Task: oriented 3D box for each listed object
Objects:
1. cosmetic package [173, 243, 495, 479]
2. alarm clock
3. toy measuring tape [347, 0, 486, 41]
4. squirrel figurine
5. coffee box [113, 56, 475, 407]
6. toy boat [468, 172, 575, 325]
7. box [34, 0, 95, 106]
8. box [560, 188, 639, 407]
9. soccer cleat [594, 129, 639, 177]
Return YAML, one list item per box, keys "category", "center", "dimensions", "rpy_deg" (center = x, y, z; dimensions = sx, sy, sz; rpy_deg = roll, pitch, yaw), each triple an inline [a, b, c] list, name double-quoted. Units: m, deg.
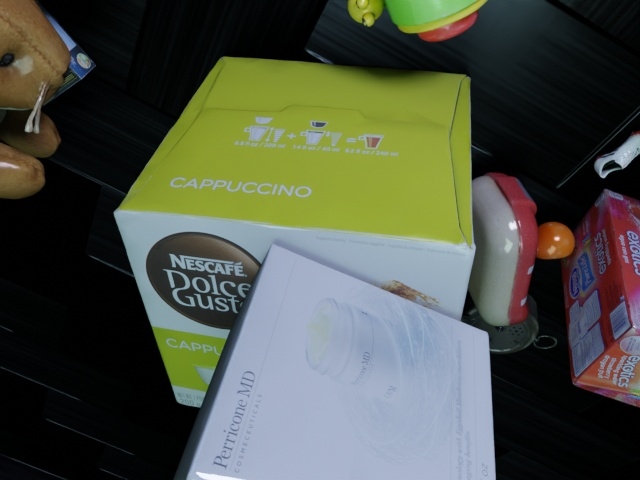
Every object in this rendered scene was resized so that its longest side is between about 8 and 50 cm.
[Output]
- category: "cosmetic package"
  center: [0.014, 0.156, 0.486]
  dimensions: [0.224, 0.224, 0.138]
  rpy_deg: [22, 132, -6]
- category: "alarm clock"
  center: [0.316, 0.144, 0.977]
  dimensions: [0.192, 0.064, 0.129]
  rpy_deg: [23, 134, -10]
- category: "toy measuring tape"
  center: [0.177, -0.283, 0.581]
  dimensions: [0.329, 0.121, 0.121]
  rpy_deg: [-11, 128, 24]
- category: "squirrel figurine"
  center: [-0.499, -0.190, 0.673]
  dimensions: [0.396, 0.281, 0.370]
  rpy_deg: [32, 128, -23]
- category: "coffee box"
  center: [0.000, 0.000, 0.733]
  dimensions: [0.337, 0.338, 0.335]
  rpy_deg: [6, 132, 8]
- category: "toy boat"
  center: [0.283, 0.013, 0.818]
  dimensions: [0.151, 0.151, 0.231]
  rpy_deg: [-9, 132, -2]
- category: "box"
  center: [-0.459, -0.255, 0.827]
  dimensions: [0.233, 0.044, 0.159]
  rpy_deg: [-20, 125, 30]
- category: "box"
  center: [0.402, 0.069, 0.745]
  dimensions: [0.122, 0.257, 0.128]
  rpy_deg: [19, 134, 0]
- category: "soccer cleat"
  center: [0.389, -0.110, 0.736]
  dimensions: [0.029, 0.036, 0.083]
  rpy_deg: [38, 130, -19]
